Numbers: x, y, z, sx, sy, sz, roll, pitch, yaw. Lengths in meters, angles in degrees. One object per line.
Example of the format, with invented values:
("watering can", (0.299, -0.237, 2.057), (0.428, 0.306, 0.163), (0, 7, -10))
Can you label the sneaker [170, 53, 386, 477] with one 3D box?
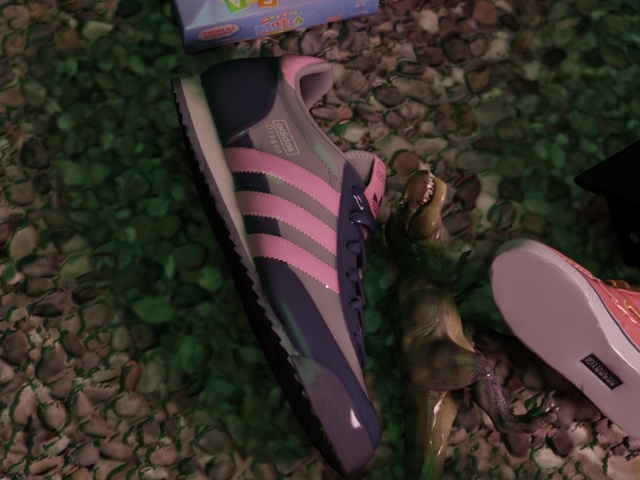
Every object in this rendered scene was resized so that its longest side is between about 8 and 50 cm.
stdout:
("sneaker", (0.000, 0.000, 0.942), (0.131, 0.112, 0.319), (-19, 68, -9))

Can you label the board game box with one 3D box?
("board game box", (-0.059, -0.261, 1.103), (0.160, 0.039, 0.211), (-14, 67, -11))

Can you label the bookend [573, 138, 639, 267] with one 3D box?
("bookend", (0.270, 0.021, 0.958), (0.072, 0.156, 0.157), (-29, 25, -16))

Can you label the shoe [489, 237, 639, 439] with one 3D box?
("shoe", (0.185, 0.051, 0.922), (0.178, 0.063, 0.081), (45, 39, -13))

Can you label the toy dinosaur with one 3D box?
("toy dinosaur", (0.100, 0.085, 0.940), (0.118, 0.064, 0.268), (2, 69, 1))
